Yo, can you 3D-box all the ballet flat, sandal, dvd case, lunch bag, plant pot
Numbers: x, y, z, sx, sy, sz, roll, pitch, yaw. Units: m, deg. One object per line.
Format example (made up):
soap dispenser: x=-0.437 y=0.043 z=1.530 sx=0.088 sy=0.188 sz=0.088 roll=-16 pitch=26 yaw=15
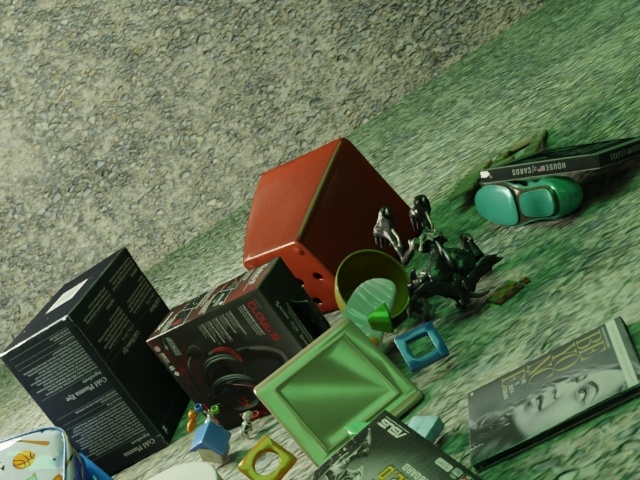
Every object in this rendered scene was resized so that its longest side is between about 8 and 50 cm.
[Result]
ballet flat: x=0.368 y=-0.069 z=1.682 sx=0.087 sy=0.083 sz=0.247 roll=-14 pitch=6 yaw=-22
sandal: x=0.063 y=0.176 z=1.525 sx=0.102 sy=0.076 sz=0.265 roll=6 pitch=48 yaw=33
dvd case: x=0.275 y=0.180 z=1.155 sx=0.221 sy=0.018 sz=0.164 roll=-30 pitch=14 yaw=17
dvd case: x=0.422 y=-0.139 z=1.669 sx=0.179 sy=0.030 sz=0.238 roll=-19 pitch=9 yaw=-41
lunch bag: x=-0.494 y=0.457 z=1.583 sx=0.243 sy=0.115 sz=0.303 roll=-16 pitch=39 yaw=-2
plant pot: x=0.081 y=0.097 z=1.690 sx=0.134 sy=0.134 sz=0.095 roll=-43 pitch=-11 yaw=-30
plant pot: x=0.000 y=0.000 z=1.931 sx=0.267 sy=0.267 sz=0.236 roll=-19 pitch=33 yaw=46

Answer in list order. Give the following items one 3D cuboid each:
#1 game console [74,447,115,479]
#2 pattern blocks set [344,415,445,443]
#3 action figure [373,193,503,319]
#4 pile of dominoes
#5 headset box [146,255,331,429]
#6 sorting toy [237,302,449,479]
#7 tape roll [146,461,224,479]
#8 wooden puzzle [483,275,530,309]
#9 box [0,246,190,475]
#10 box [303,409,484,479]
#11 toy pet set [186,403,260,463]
game console: x=-0.493 y=0.533 z=1.716 sx=0.250 sy=0.173 sz=0.293 roll=25 pitch=56 yaw=38
pattern blocks set: x=0.013 y=0.333 z=1.180 sx=0.285 sy=0.026 sz=0.325 roll=-18 pitch=24 yaw=38
action figure: x=0.195 y=0.042 z=1.568 sx=0.164 sy=0.141 sz=0.276 roll=-27 pitch=40 yaw=-4
pile of dominoes: x=0.376 y=-0.143 z=2.006 sx=0.196 sy=0.040 sz=0.251 roll=-28 pitch=7 yaw=27
headset box: x=-0.111 y=0.175 z=1.635 sx=0.293 sy=0.218 sz=0.110 roll=-25 pitch=18 yaw=31
sorting toy: x=0.024 y=0.227 z=1.400 sx=0.347 sy=0.047 sz=0.196 roll=-37 pitch=51 yaw=-13
tape roll: x=-0.229 y=0.430 z=1.302 sx=0.286 sy=0.100 sz=0.286 roll=-33 pitch=14 yaw=9
wooden puzzle: x=0.283 y=0.079 z=1.491 sx=0.083 sy=0.006 sz=0.049 roll=-37 pitch=14 yaw=-11
box: x=-0.416 y=0.236 z=1.933 sx=0.179 sy=0.312 sz=0.343 roll=-30 pitch=14 yaw=17
box: x=0.071 y=0.299 z=1.058 sx=0.183 sy=0.056 sz=0.231 roll=-37 pitch=25 yaw=-14
toy pet set: x=-0.176 y=0.302 z=1.591 sx=0.122 sy=0.065 sz=0.114 roll=2 pitch=44 yaw=19
